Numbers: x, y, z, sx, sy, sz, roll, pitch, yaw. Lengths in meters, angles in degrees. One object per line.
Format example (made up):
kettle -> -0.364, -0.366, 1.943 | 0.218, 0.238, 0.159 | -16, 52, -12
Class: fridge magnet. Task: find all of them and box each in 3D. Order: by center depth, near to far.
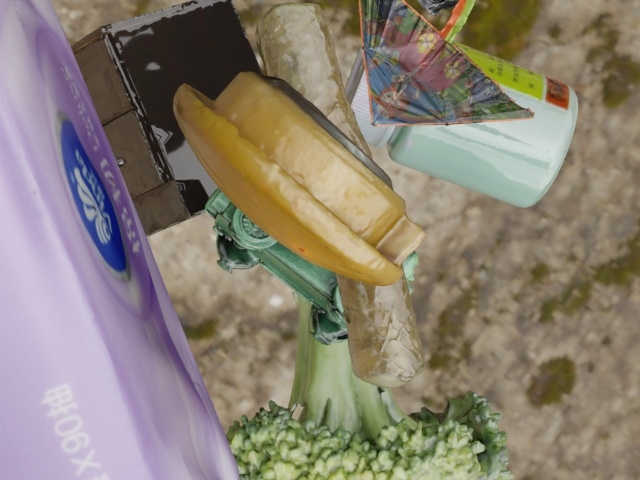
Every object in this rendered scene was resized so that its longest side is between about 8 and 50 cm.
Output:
fridge magnet -> -0.011, -0.032, 0.718 | 0.063, 0.143, 0.143 | -48, 127, 4

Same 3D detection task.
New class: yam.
yam -> 0.017, -0.034, 1.117 | 0.066, 0.066, 0.299 | -15, 84, -25

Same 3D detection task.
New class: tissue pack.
tissue pack -> -0.194, 0.008, 0.539 | 0.242, 0.160, 0.338 | -19, 111, 3

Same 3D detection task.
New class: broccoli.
broccoli -> 0.061, 0.211, 1.431 | 0.375, 0.249, 0.302 | -2, 113, -41

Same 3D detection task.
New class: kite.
kite -> 0.085, -0.144, 1.151 | 0.190, 0.010, 0.159 | 43, 68, -4

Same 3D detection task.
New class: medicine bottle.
medicine bottle -> 0.140, -0.131, 1.518 | 0.225, 0.139, 0.139 | 19, 102, -7

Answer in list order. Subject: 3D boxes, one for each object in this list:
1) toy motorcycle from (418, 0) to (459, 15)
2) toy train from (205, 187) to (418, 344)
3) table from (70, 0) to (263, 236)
toy motorcycle -> 0.102, -0.305, 1.361 | 0.089, 0.298, 0.171 | -27, 101, 23
toy train -> 0.000, 0.000, 1.294 | 0.200, 0.083, 0.132 | 38, 63, -4
table -> -0.159, -0.112, 1.445 | 0.172, 0.169, 0.193 | -25, 94, -41
